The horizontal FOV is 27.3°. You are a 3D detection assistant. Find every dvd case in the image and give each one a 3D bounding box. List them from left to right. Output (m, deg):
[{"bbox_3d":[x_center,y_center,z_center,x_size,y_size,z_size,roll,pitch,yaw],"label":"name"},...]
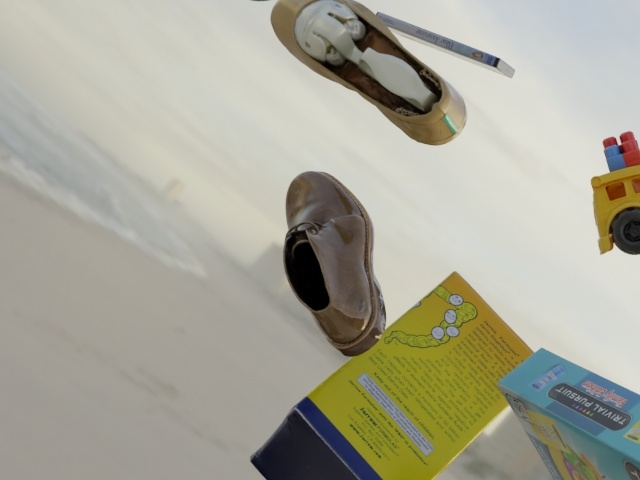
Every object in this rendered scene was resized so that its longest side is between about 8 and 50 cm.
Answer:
[{"bbox_3d":[0.238,-0.369,2.496,0.253,0.022,0.180,24,7,16],"label":"dvd case"}]

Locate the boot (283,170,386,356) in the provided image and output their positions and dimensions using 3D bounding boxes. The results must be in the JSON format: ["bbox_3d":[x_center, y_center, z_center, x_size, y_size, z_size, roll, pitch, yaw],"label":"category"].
[{"bbox_3d":[0.000,0.000,1.674,0.115,0.112,0.305,41,22,-40],"label":"boot"}]

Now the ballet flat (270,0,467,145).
[{"bbox_3d":[0.040,-0.174,1.212,0.232,0.080,0.073,36,0,21],"label":"ballet flat"}]

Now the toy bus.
[{"bbox_3d":[0.562,-0.088,2.224,0.149,0.220,0.211,7,70,-74],"label":"toy bus"}]

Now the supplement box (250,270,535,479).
[{"bbox_3d":[0.109,0.239,1.830,0.195,0.356,0.194,47,-37,9],"label":"supplement box"}]

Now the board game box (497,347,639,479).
[{"bbox_3d":[0.360,0.278,1.478,0.254,0.079,0.336,58,-12,-19],"label":"board game box"}]
